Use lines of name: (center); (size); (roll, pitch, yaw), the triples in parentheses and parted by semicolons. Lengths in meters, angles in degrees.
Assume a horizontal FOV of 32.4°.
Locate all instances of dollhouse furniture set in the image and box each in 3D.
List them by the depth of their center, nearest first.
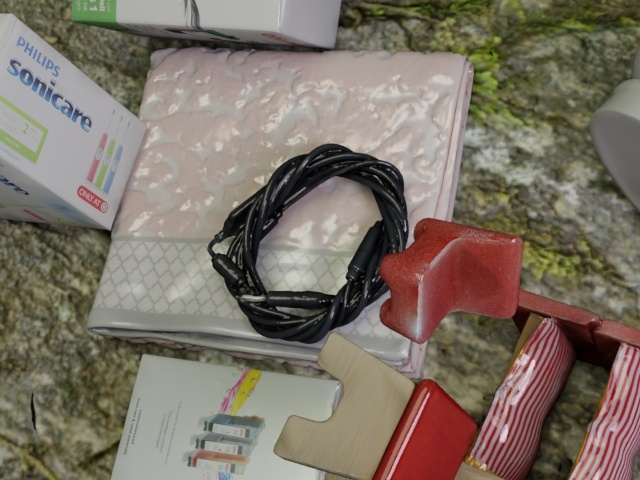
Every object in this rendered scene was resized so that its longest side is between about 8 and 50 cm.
dollhouse furniture set: (0.141, 0.116, 0.743); (0.152, 0.374, 0.201); (19, 77, 27)

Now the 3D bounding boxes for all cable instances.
cable: (0.000, 0.000, 0.957); (0.184, 0.047, 0.150); (-36, 65, -1)

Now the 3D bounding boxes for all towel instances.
towel: (-0.040, -0.042, 1.039); (0.332, 0.053, 0.317); (5, 70, 18)

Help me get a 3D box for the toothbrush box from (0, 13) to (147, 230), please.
toothbrush box: (-0.346, -0.112, 1.049); (0.283, 0.206, 0.122); (5, 70, 29)

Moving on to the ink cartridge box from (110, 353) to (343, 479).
ink cartridge box: (-0.060, 0.179, 0.911); (0.176, 0.128, 0.127); (6, 70, 18)

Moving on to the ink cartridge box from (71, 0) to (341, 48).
ink cartridge box: (-0.104, -0.243, 1.070); (0.219, 0.160, 0.092); (8, 97, 20)

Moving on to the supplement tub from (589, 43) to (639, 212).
supplement tub: (0.393, -0.134, 0.842); (0.325, 0.235, 0.235); (-42, 63, -3)
